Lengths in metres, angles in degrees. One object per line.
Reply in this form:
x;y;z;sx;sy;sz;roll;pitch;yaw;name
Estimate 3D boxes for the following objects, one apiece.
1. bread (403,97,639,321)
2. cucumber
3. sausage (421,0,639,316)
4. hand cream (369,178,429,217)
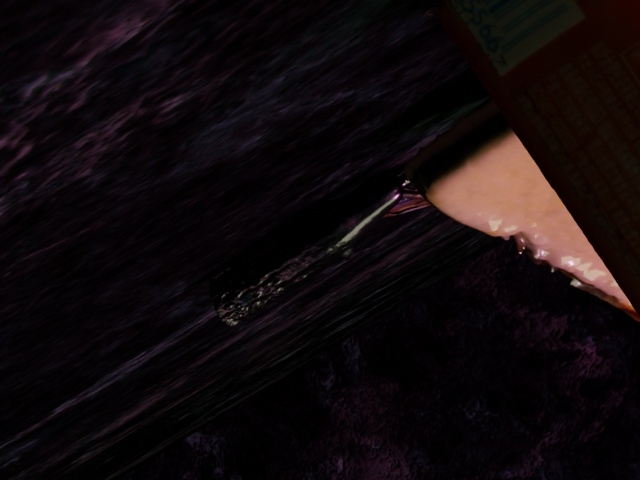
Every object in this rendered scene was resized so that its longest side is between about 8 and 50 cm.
0.208;-0.058;0.949;0.263;0.198;0.236;-36;165;34;bread
0.000;0.000;1.081;0.163;0.039;0.043;-32;-164;28;cucumber
0.141;0.000;0.672;0.083;0.264;0.083;-33;178;-1;sausage
0.077;-0.038;1.164;0.062;0.039;0.163;-14;-174;45;hand cream
